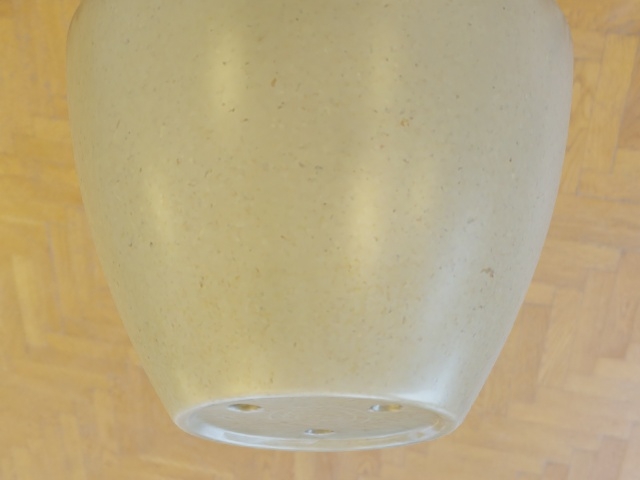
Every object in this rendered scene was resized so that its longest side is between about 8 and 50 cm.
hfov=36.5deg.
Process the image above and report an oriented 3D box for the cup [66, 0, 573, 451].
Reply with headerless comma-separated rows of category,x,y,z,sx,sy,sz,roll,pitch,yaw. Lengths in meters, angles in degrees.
cup,0.000,0.000,0.608,0.330,0.237,0.331,0,158,0
